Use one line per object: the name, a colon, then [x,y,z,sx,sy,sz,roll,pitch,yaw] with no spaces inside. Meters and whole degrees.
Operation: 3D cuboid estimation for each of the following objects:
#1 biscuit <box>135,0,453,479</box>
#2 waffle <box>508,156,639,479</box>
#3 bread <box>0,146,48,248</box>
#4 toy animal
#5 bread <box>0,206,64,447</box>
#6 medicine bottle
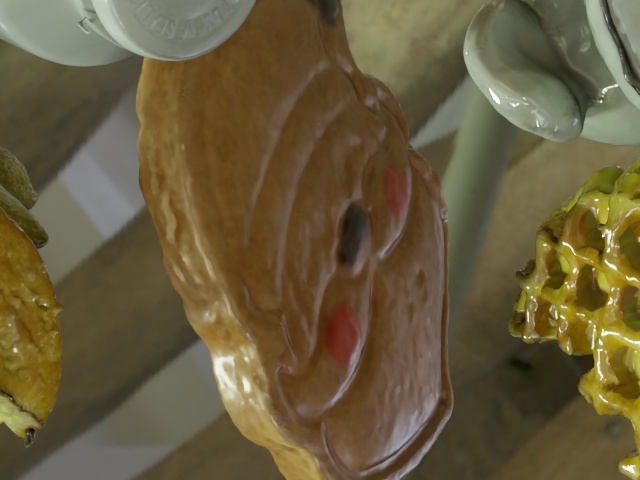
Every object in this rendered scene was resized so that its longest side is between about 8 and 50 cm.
biscuit: [0.001,0.000,1.205,0.078,0.455,0.350,-5,-138,34]
waffle: [0.260,0.101,1.040,0.151,0.261,0.324,-18,-107,-23]
bread: [-0.272,-0.045,1.168,0.187,0.065,0.149,23,-158,36]
toy animal: [0.225,-0.125,0.954,0.249,0.174,0.289,8,-171,12]
bread: [-0.266,0.034,1.018,0.143,0.139,0.229,0,149,40]
medicine bottle: [-0.126,-0.159,0.762,0.135,0.135,0.215,0,-161,-42]
